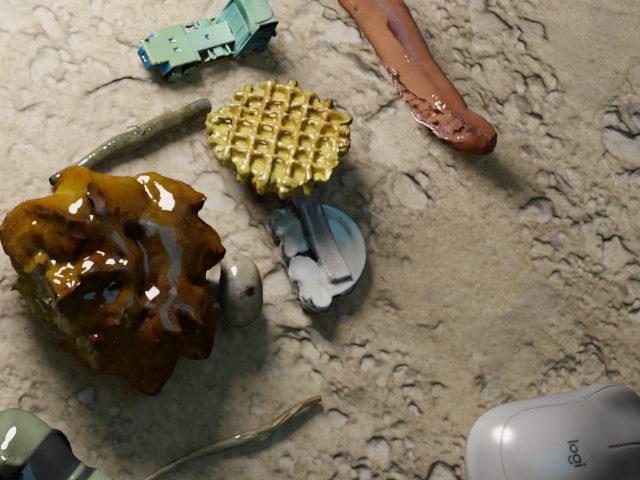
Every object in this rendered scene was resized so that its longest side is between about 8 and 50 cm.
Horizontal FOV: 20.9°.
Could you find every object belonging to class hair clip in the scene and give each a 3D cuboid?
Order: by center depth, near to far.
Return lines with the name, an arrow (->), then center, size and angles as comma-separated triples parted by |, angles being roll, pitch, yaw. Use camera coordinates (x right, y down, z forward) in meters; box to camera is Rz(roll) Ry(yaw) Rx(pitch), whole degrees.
hair clip -> 0.000, 0.000, 2.086 | 0.116, 0.049, 0.172 | -18, 80, -27

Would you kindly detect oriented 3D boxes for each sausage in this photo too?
sausage -> 0.120, -0.227, 2.232 | 0.078, 0.078, 0.304 | -30, 82, -33

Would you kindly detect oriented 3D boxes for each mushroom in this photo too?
mushroom -> -0.109, 0.231, 1.946 | 0.286, 0.026, 0.028 | -28, 98, -35
mushroom -> -0.107, 0.058, 1.998 | 0.079, 0.085, 0.085 | -5, 68, 3

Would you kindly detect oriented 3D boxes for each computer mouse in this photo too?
computer mouse -> 0.313, 0.260, 2.086 | 0.296, 0.121, 0.184 | -2, 68, -26

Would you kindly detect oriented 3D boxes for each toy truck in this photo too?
toy truck -> -0.136, -0.252, 2.108 | 0.175, 0.081, 0.067 | -20, 76, -32

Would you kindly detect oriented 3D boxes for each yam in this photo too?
yam -> -0.222, -0.118, 2.037 | 0.234, 0.029, 0.027 | -30, 86, -33

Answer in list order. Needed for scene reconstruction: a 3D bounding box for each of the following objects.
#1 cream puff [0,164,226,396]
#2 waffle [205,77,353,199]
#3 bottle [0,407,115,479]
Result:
cream puff -> -0.224, 0.031, 1.903 | 0.269, 0.155, 0.241 | 24, 65, -23
waffle -> -0.049, -0.124, 2.087 | 0.191, 0.038, 0.191 | 6, 47, -7
bottle -> -0.235, 0.318, 1.756 | 0.347, 0.168, 0.168 | 44, 56, -2
